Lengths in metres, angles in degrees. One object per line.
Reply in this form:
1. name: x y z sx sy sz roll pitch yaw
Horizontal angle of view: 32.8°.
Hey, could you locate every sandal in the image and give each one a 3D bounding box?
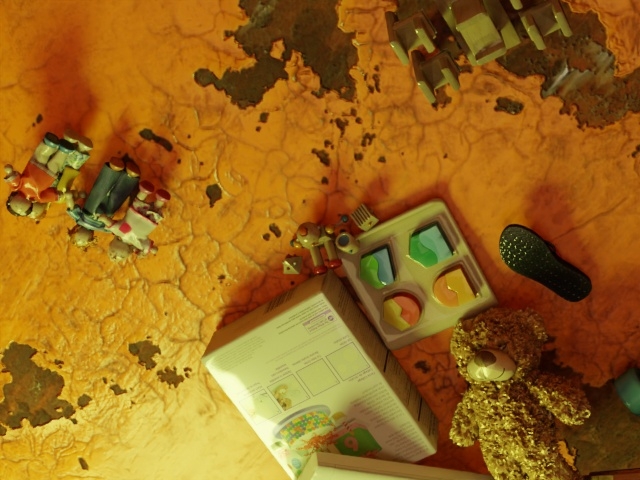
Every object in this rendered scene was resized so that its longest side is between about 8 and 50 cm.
1. sandal: 0.333 0.031 1.628 0.179 0.040 0.067 35 120 -22

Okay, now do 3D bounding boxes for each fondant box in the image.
1. fondant box: 0.003 0.241 1.736 0.238 0.096 0.330 -30 105 19

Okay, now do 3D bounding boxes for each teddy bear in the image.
1. teddy bear: 0.291 0.272 1.634 0.245 0.113 0.338 18 120 47

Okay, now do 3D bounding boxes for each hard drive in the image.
1. hard drive: 0.101 0.429 1.753 0.308 0.040 0.203 12 131 -18

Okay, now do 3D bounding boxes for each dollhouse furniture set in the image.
1. dollhouse furniture set: 0.182 -0.350 1.453 0.212 0.161 0.242 -25 129 18

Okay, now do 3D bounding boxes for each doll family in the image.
1. doll family: -0.364 -0.065 1.668 0.263 0.118 0.163 28 110 -23

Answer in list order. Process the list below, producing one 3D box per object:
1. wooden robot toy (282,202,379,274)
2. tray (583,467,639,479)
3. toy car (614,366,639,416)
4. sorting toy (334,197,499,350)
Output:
1. wooden robot toy: 0.000 0.000 1.626 0.173 0.079 0.076 -26 64 19
2. tray: 0.606 0.356 1.589 0.411 0.203 0.076 -4 78 -2
3. toy car: 0.573 0.247 1.569 0.210 0.238 0.219 44 113 -11
4. sorting toy: 0.145 0.059 1.665 0.193 0.038 0.208 -25 107 18
